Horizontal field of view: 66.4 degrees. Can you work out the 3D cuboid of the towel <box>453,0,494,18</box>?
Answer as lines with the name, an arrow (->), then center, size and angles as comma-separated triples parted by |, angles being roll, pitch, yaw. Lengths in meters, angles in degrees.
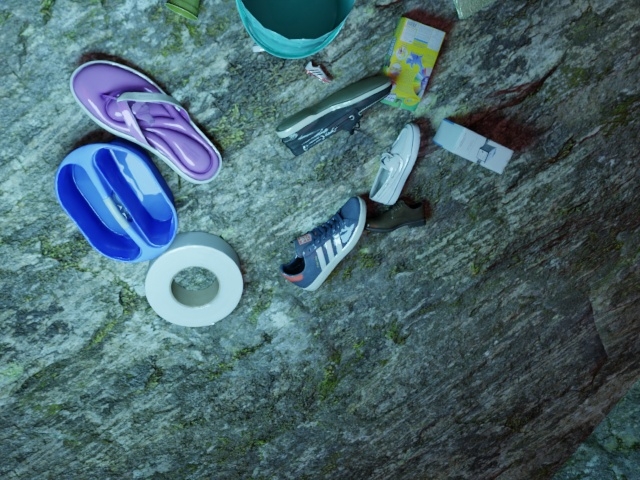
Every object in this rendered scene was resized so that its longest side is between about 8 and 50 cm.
towel -> 0.425, -0.676, 1.315 | 0.148, 0.027, 0.110 | -30, 121, 2

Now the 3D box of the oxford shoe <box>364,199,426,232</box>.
oxford shoe -> 0.227, -0.082, 1.545 | 0.227, 0.083, 0.096 | -14, 116, -20

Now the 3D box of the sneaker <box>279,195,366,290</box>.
sneaker -> 0.000, 0.000, 1.495 | 0.148, 0.131, 0.350 | 25, 109, -29

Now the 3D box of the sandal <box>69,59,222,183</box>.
sandal -> -0.410, -0.302, 1.227 | 0.416, 0.102, 0.170 | 35, 77, -29

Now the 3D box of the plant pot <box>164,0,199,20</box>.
plant pot -> -0.316, -0.578, 1.156 | 0.083, 0.083, 0.079 | 19, 99, -22

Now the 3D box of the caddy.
caddy -> -0.524, -0.103, 1.284 | 0.241, 0.179, 0.342 | -25, 120, 1

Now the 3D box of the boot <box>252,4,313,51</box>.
boot -> -0.090, -0.538, 1.240 | 0.189, 0.069, 0.086 | -19, 113, -13

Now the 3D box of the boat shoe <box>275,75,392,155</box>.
boat shoe -> 0.050, -0.333, 1.341 | 0.339, 0.127, 0.113 | -27, 121, 3

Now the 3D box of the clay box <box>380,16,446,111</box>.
clay box -> 0.243, -0.483, 1.354 | 0.127, 0.053, 0.222 | 11, 115, -19

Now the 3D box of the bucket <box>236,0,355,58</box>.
bucket -> -0.061, -0.566, 1.117 | 0.280, 0.183, 0.282 | -1, 96, -8

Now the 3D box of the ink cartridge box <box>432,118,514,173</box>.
ink cartridge box -> 0.453, -0.282, 1.460 | 0.190, 0.140, 0.082 | 16, 110, -22

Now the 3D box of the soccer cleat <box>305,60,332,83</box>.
soccer cleat -> -0.001, -0.453, 1.322 | 0.083, 0.029, 0.036 | 21, 114, -18

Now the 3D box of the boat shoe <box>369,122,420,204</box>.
boat shoe -> 0.218, -0.226, 1.456 | 0.084, 0.095, 0.258 | 7, 114, -22

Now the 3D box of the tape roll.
tape roll -> -0.379, 0.120, 1.480 | 0.285, 0.100, 0.287 | -6, 118, -12
